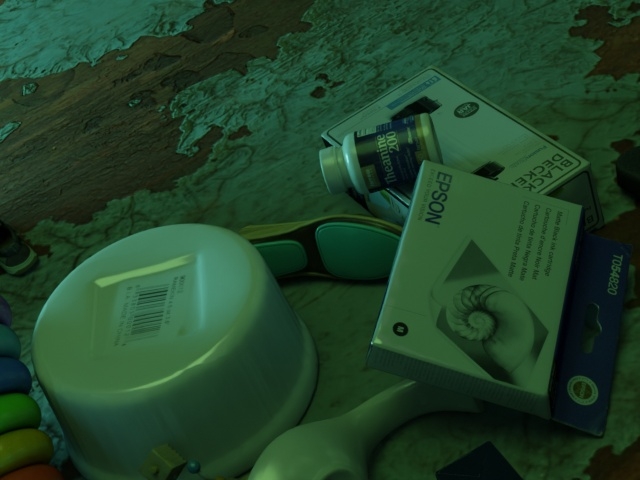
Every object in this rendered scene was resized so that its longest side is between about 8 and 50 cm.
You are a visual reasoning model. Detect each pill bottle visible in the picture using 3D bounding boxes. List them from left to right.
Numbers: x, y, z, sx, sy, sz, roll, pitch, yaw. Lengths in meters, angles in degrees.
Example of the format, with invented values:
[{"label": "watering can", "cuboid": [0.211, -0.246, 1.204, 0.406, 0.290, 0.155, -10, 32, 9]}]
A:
[{"label": "pill bottle", "cuboid": [0.063, -0.086, 1.357, 0.120, 0.067, 0.067, -15, 39, 10]}]

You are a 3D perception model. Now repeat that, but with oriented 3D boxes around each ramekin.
[{"label": "ramekin", "cuboid": [-0.153, 0.109, 1.313, 0.277, 0.135, 0.277, -13, 39, 11]}]

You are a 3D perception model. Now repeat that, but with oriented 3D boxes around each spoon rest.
[{"label": "spoon rest", "cuboid": [0.031, 0.198, 1.152, 0.084, 0.137, 0.276, -5, 22, 49]}]

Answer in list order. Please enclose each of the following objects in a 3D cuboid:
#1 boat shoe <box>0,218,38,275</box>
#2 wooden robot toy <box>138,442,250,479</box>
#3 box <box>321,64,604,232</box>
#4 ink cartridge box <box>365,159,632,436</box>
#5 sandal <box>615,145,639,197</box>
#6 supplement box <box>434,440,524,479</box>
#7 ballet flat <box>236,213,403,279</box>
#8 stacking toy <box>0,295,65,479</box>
[{"label": "boat shoe", "cuboid": [-0.406, -0.005, 1.628, 0.152, 0.049, 0.056, 21, 55, 40]}, {"label": "wooden robot toy", "cuboid": [-0.077, 0.240, 1.194, 0.173, 0.076, 0.079, 22, 14, 20]}, {"label": "box", "cuboid": [0.148, -0.069, 1.422, 0.169, 0.087, 0.290, -32, 40, -12]}, {"label": "ink cartridge box", "cuboid": [0.174, 0.048, 1.207, 0.224, 0.045, 0.223, 16, 55, 1]}, {"label": "sandal", "cuboid": [0.389, -0.030, 1.307, 0.097, 0.054, 0.254, -19, 28, -9]}, {"label": "supplement box", "cuboid": [0.145, 0.228, 1.078, 0.056, 0.083, 0.083, -29, 39, -9]}, {"label": "ballet flat", "cuboid": [0.000, 0.000, 1.422, 0.232, 0.080, 0.073, -3, 27, 19]}, {"label": "stacking toy", "cuboid": [-0.303, 0.183, 1.222, 0.141, 0.141, 0.330, -29, 73, -9]}]
